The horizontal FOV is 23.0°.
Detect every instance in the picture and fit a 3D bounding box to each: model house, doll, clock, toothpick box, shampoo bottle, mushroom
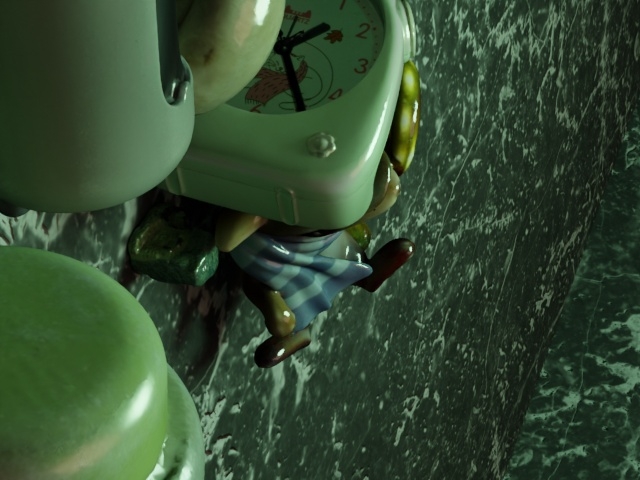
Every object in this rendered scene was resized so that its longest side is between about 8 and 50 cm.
[{"bbox_3d":[-0.148,0.006,1.661,0.078,0.083,0.066,-54,148,-41],"label":"model house"},{"bbox_3d":[-0.002,-0.033,1.759,0.339,0.209,0.318,84,25,-65],"label":"doll"},{"bbox_3d":[-0.035,-0.181,1.587,0.108,0.265,0.324,80,29,-59],"label":"clock"},{"bbox_3d":[-0.217,-0.158,1.255,0.229,0.229,0.316,-51,149,-46],"label":"toothpick box"},{"bbox_3d":[-0.251,0.190,1.207,0.322,0.322,0.317,-48,151,-49],"label":"shampoo bottle"},{"bbox_3d":[-0.133,-0.209,1.420,0.209,0.206,0.206,-4,106,-62],"label":"mushroom"}]

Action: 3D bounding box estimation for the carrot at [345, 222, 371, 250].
[{"bbox_3d":[0.000,0.000,2.039,0.260,0.070,0.070,-10,112,-67],"label":"carrot"}]
